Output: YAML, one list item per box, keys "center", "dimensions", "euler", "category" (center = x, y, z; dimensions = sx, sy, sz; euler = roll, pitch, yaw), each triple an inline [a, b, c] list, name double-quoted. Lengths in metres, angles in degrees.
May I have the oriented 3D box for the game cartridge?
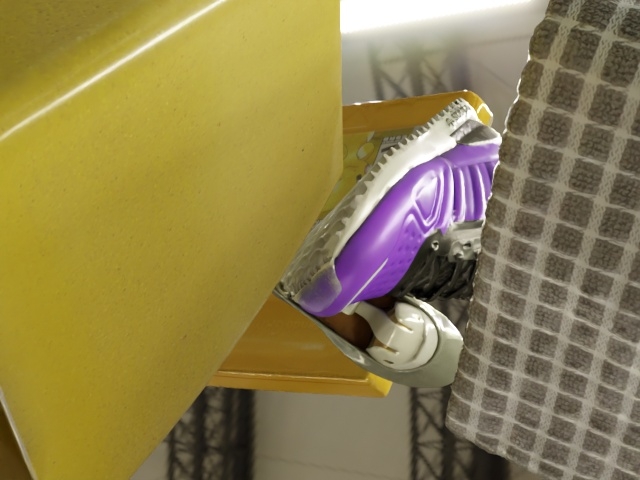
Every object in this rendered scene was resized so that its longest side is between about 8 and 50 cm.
- center: [0.000, 0.000, 1.287]
  dimensions: [0.285, 0.053, 0.324]
  euler: [-3, -127, 41]
  category: "game cartridge"

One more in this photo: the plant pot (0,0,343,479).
- center: [-0.106, -0.056, 0.487]
  dimensions: [0.212, 0.212, 0.187]
  euler: [37, -119, 28]
  category: "plant pot"

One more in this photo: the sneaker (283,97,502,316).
- center: [0.093, -0.002, 0.957]
  dimensions: [0.102, 0.146, 0.293]
  euler: [-46, 177, 38]
  category: "sneaker"

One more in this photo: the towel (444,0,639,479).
- center: [0.188, 0.033, 0.593]
  dimensions: [0.235, 0.284, 0.121]
  euler: [22, -139, 19]
  category: "towel"

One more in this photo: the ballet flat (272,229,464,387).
- center: [0.031, 0.058, 1.006]
  dimensions: [0.072, 0.213, 0.068]
  euler: [-55, -167, 2]
  category: "ballet flat"
